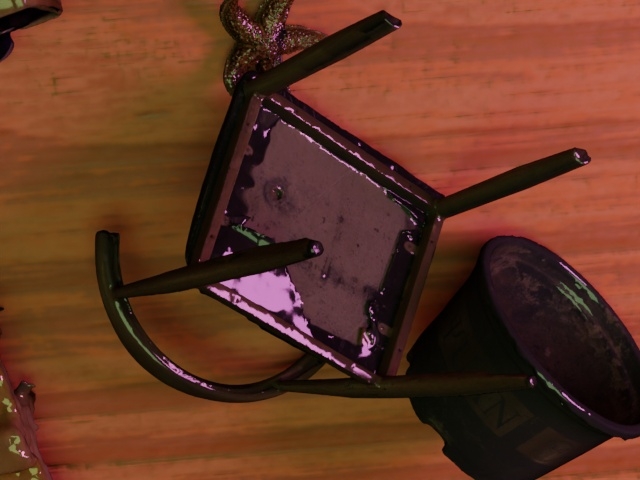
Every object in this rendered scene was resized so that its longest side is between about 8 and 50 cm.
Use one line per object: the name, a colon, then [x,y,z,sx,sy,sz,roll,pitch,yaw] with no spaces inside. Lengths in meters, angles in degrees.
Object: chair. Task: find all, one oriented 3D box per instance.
chair: [0.000,0.000,0.916,0.188,0.166,0.272,32,151,-26]

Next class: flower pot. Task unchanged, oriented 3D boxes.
flower pot: [0.128,0.089,0.974,0.157,0.157,0.107,38,117,-16]

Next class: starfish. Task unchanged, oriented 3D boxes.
starfish: [-0.031,-0.127,0.937,0.078,0.028,0.091,25,110,-25]

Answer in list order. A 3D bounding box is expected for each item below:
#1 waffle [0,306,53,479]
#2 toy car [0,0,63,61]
waffle: [-0.351,0.107,1.000,0.304,0.077,0.348,-18,112,6]
toy car: [-0.288,-0.142,0.882,0.256,0.101,0.124,-15,94,4]
